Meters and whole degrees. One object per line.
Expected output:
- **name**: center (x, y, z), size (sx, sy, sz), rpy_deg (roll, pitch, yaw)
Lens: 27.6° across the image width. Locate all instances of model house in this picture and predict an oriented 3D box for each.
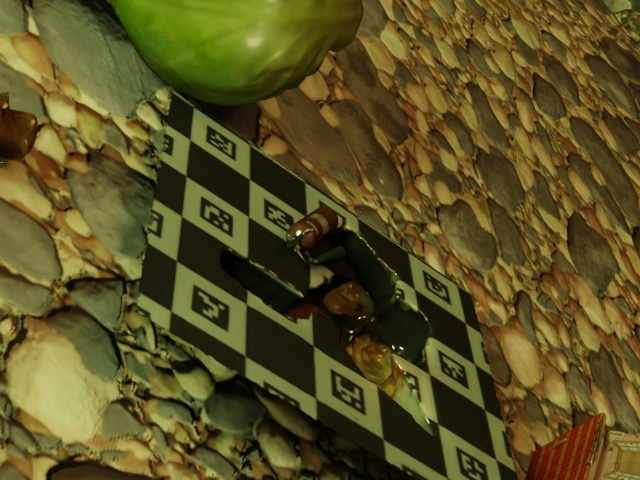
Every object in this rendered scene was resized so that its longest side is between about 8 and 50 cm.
- **model house**: center (0.237, 0.279, 1.121), size (0.294, 0.154, 0.207), rpy_deg (-56, 149, -51)

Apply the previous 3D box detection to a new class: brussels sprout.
- **brussels sprout**: center (-0.080, -0.231, 1.156), size (0.244, 0.244, 0.244), rpy_deg (34, 34, -27)

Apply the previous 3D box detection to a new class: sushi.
- **sushi**: center (-0.005, 0.068, 1.057), size (0.359, 0.064, 0.343), rpy_deg (34, 25, -21)

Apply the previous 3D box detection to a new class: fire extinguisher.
- **fire extinguisher**: center (-0.005, 0.003, 1.064), size (0.100, 0.032, 0.046), rpy_deg (-39, 116, -67)

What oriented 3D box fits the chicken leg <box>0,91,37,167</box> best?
- **chicken leg**: center (-0.266, -0.096, 0.862), size (0.101, 0.085, 0.207), rpy_deg (18, -3, 39)
